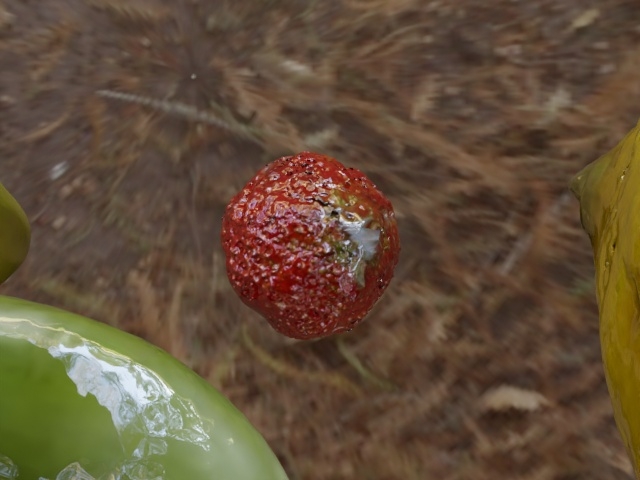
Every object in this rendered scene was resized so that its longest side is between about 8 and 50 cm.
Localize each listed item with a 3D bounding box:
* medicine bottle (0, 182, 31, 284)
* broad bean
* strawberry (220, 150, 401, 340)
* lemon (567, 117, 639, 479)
[{"bbox_3d":[-0.311,0.036,0.692,0.384,0.224,0.224,-39,96,-5],"label":"medicine bottle"},{"bbox_3d":[-0.146,0.135,0.941,0.291,0.119,0.238,15,116,11],"label":"broad bean"},{"bbox_3d":[-0.001,0.000,1.035,0.106,0.106,0.106,0,95,-4],"label":"strawberry"},{"bbox_3d":[0.200,0.036,0.573,0.228,0.228,0.253,-29,63,-1],"label":"lemon"}]
